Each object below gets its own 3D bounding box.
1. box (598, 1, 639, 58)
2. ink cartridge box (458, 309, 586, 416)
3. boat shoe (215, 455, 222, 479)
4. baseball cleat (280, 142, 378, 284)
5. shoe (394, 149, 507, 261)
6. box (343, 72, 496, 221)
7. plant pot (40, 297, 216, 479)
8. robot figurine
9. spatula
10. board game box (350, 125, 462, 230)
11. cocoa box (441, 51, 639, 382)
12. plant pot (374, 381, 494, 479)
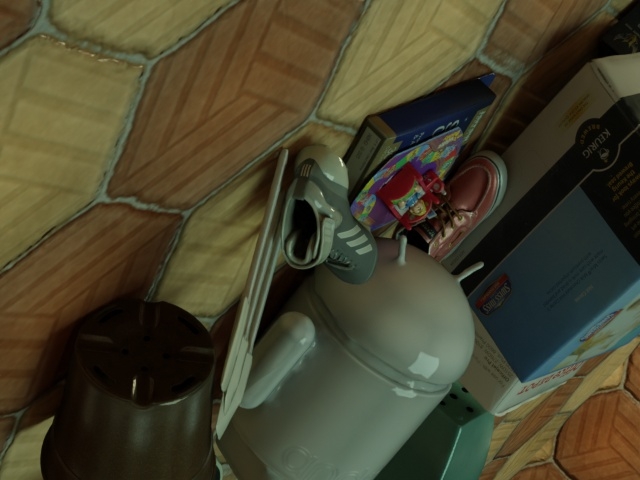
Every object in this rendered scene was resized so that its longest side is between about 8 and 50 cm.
[{"bbox_3d":[0.425,-0.245,1.923,0.183,0.059,0.232,-43,161,-5],"label":"box"},{"bbox_3d":[0.357,0.034,2.196,0.285,0.166,0.395,-11,141,-56],"label":"ink cartridge box"},{"bbox_3d":[-0.258,0.343,1.619,0.500,0.156,0.187,-16,145,-56],"label":"boat shoe"},{"bbox_3d":[0.000,0.000,1.493,0.206,0.072,0.109,67,39,-49],"label":"baseball cleat"},{"bbox_3d":[0.148,-0.027,1.806,0.081,0.063,0.178,-31,161,-46],"label":"shoe"},{"bbox_3d":[0.102,-0.095,1.621,0.225,0.036,0.136,-26,154,-45],"label":"box"},{"bbox_3d":[-0.168,0.152,1.419,0.167,0.167,0.165,-30,148,-36],"label":"plant pot"},{"bbox_3d":[0.033,0.140,1.710,0.300,0.200,0.353,7,126,-50],"label":"robot figurine"},{"bbox_3d":[-0.063,0.050,1.430,0.168,0.019,0.242,90,12,-64],"label":"spatula"},{"bbox_3d":[0.095,-0.047,1.598,0.169,0.033,0.133,-26,154,-41],"label":"board game box"},{"bbox_3d":[0.342,-0.030,1.838,0.231,0.228,0.347,-14,154,-43],"label":"cocoa box"},{"bbox_3d":[0.161,0.328,2.430,0.166,0.165,0.234,-20,142,-50],"label":"plant pot"}]
